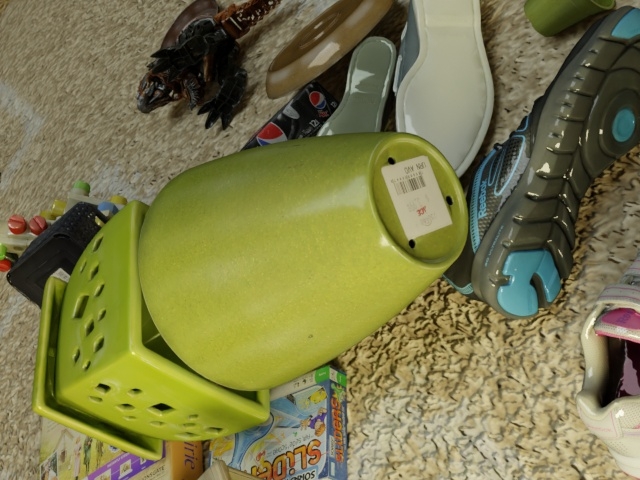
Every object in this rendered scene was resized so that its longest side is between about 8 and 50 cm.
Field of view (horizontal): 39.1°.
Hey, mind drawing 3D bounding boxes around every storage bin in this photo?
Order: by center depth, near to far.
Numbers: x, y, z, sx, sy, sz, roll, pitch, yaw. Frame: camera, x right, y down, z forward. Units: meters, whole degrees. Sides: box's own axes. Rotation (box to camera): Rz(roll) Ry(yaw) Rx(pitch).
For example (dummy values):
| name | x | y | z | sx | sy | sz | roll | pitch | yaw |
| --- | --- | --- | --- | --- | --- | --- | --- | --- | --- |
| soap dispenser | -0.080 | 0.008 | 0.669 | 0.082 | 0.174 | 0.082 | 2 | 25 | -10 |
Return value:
| name | x | y | z | sx | sy | sz | roll | pitch | yaw |
| --- | --- | --- | --- | --- | --- | --- | --- | --- | --- |
| storage bin | -0.393 | 0.037 | 1.424 | 0.180 | 0.122 | 0.084 | -31 | 24 | 36 |

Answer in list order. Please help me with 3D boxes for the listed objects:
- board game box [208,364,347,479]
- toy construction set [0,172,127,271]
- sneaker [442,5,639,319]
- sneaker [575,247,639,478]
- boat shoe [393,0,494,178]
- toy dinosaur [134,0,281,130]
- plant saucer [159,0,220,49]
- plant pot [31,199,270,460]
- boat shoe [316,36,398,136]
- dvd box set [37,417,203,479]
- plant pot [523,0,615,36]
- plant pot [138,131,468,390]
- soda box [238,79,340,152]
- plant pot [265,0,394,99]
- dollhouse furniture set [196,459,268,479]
| name | x | y | z | sx | sy | sz | roll | pitch | yaw |
| --- | --- | --- | --- | --- | --- | --- | --- | --- | --- |
| board game box | -0.054 | 0.242 | 1.066 | 0.201 | 0.035 | 0.136 | -27 | 47 | 33 |
| toy construction set | -0.491 | -0.035 | 1.548 | 0.215 | 0.327 | 0.151 | 100 | -170 | -59 |
| sneaker | 0.225 | -0.093 | 0.923 | 0.341 | 0.125 | 0.139 | -59 | 33 | -5 |
| sneaker | 0.286 | 0.067 | 0.755 | 0.103 | 0.111 | 0.252 | 0 | 65 | 47 |
| boat shoe | 0.148 | -0.199 | 1.128 | 0.099 | 0.116 | 0.320 | 100 | 174 | -68 |
| toy dinosaur | -0.200 | -0.323 | 1.531 | 0.322 | 0.164 | 0.218 | -56 | 21 | 29 |
| plant saucer | -0.243 | -0.385 | 1.707 | 0.168 | 0.029 | 0.168 | -28 | 46 | 33 |
| plant pot | -0.215 | 0.127 | 1.097 | 0.207 | 0.227 | 0.228 | -32 | 45 | 24 |
| boat shoe | 0.052 | -0.156 | 1.202 | 0.081 | 0.069 | 0.228 | 18 | 79 | 17 |
| dvd box set | -0.296 | 0.252 | 1.302 | 0.307 | 0.062 | 0.420 | -35 | 44 | 26 |
| plant pot | 0.279 | -0.276 | 1.034 | 0.079 | 0.083 | 0.083 | -37 | 41 | 42 |
| plant pot | 0.000 | 0.000 | 0.947 | 0.293 | 0.274 | 0.275 | -23 | 49 | 47 |
| soda box | -0.048 | -0.155 | 1.274 | 0.169 | 0.053 | 0.060 | -36 | 16 | 46 |
| plant pot | 0.005 | -0.293 | 1.300 | 0.236 | 0.032 | 0.236 | -37 | 20 | 16 |
| dollhouse furniture set | -0.111 | 0.368 | 0.940 | 0.242 | 0.161 | 0.212 | -48 | 39 | 13 |
